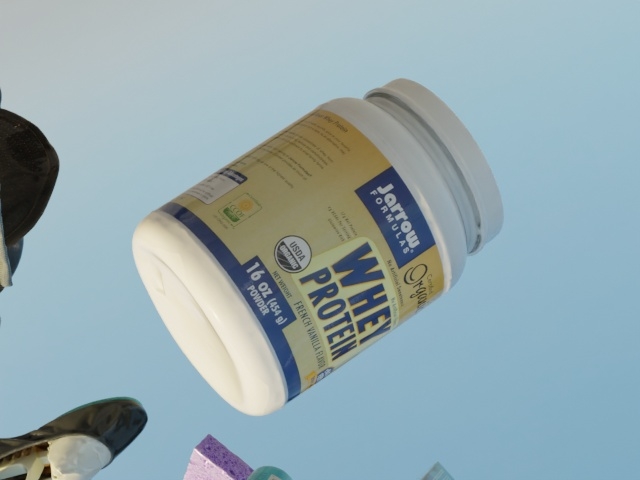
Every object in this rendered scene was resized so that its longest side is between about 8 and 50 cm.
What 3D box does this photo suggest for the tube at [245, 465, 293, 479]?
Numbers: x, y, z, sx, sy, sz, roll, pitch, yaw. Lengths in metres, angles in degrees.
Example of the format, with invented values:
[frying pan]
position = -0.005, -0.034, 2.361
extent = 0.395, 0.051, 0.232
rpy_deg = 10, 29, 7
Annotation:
[tube]
position = -0.081, 0.286, 1.556
extent = 0.080, 0.052, 0.207
rpy_deg = 19, -153, 13

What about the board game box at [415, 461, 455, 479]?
[board game box]
position = 0.052, 0.480, 2.375
extent = 0.336, 0.079, 0.254
rpy_deg = -44, 173, 15

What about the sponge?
[sponge]
position = -0.063, 0.314, 1.875
extent = 0.031, 0.210, 0.117
rpy_deg = -46, 170, -28

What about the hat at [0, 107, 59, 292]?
[hat]
position = -0.407, 0.010, 1.686
extent = 0.331, 0.134, 0.331
rpy_deg = -10, -139, 8

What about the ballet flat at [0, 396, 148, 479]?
[ballet flat]
position = -0.344, 0.280, 2.057
extent = 0.280, 0.095, 0.096
rpy_deg = -19, -136, 13

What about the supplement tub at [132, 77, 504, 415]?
[supplement tub]
position = 0.000, 0.000, 1.617
extent = 0.316, 0.228, 0.228
rpy_deg = -34, -163, -17

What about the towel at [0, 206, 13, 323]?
[towel]
position = -0.343, -0.108, 1.242
extent = 0.324, 0.312, 0.056
rpy_deg = 35, -131, 29
